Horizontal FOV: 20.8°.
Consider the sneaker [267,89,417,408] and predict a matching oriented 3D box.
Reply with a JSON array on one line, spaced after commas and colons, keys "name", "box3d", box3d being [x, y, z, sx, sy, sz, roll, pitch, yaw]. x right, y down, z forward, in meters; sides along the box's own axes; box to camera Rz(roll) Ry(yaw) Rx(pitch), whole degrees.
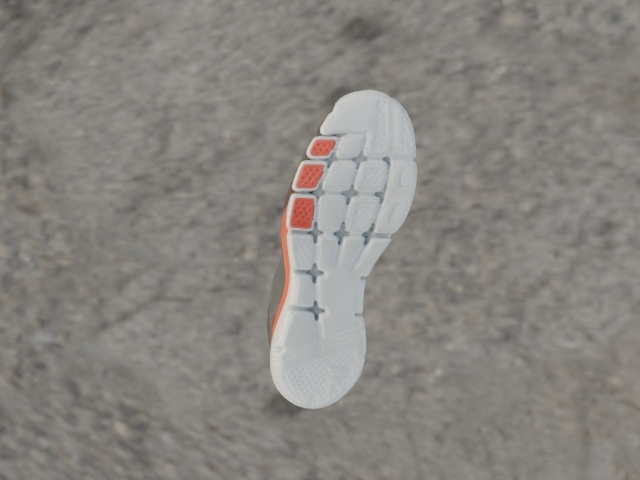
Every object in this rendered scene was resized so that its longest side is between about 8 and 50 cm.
[{"name": "sneaker", "box3d": [0.000, 0.000, 0.861, 0.061, 0.065, 0.158, 14, 97, -18]}]
